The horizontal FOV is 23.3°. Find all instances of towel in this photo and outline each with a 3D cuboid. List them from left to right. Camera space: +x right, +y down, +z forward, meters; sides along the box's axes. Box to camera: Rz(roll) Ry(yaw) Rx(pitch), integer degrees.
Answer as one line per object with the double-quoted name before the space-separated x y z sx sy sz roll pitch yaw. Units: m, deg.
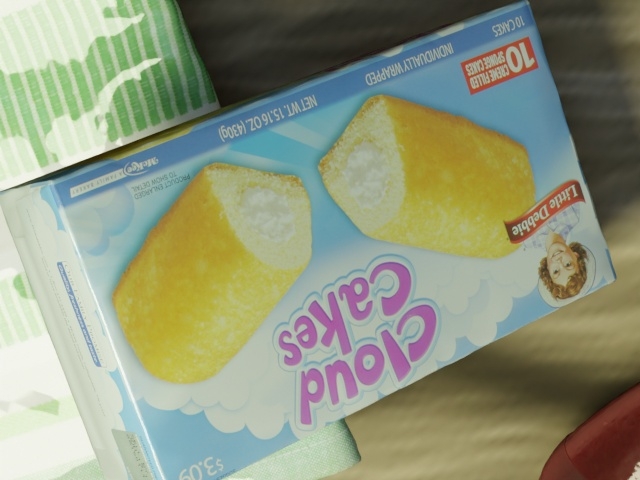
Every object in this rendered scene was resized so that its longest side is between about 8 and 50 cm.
"towel" -0.151 0.007 0.797 0.248 0.038 0.325 -20 97 8

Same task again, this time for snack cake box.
"snack cake box" 0.000 0.000 0.745 0.264 0.089 0.152 -24 98 -27

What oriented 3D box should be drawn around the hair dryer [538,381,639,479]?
"hair dryer" 0.190 0.173 0.775 0.080 0.223 0.293 9 97 -38
